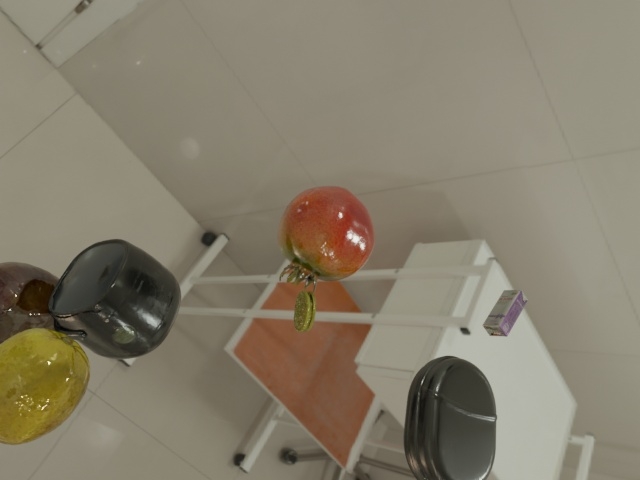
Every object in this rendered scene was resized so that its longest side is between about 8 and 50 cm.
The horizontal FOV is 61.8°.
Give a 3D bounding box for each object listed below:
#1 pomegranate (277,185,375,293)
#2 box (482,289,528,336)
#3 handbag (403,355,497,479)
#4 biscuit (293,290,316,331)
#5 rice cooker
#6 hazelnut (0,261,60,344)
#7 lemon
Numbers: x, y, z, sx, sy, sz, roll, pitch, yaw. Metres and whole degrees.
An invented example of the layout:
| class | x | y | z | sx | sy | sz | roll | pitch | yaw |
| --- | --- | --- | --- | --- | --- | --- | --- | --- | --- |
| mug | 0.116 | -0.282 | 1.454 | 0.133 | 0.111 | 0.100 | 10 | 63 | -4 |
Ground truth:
| class | x | y | z | sx | sy | sz | roll | pitch | yaw |
| --- | --- | --- | --- | --- | --- | --- | --- | --- | --- |
| pomegranate | 0.000 | 0.000 | 1.206 | 0.221 | 0.220 | 0.257 | 42 | 73 | -35 |
| box | 0.412 | 0.161 | 1.191 | 0.117 | 0.050 | 0.036 | -46 | 111 | -28 |
| handbag | 0.307 | 0.423 | 1.230 | 0.253 | 0.093 | 0.308 | 21 | 66 | -27 |
| biscuit | -0.032 | 0.143 | 1.083 | 0.023 | 0.084 | 0.084 | 9 | 79 | -20 |
| rice cooker | -0.471 | 0.142 | 1.249 | 0.224 | 0.267 | 0.267 | 53 | 51 | -43 |
| hazelnut | -0.727 | 0.150 | 1.312 | 0.218 | 0.217 | 0.234 | -46 | 145 | -38 |
| lemon | -0.475 | 0.240 | 0.879 | 0.170 | 0.170 | 0.207 | 31 | 101 | -40 |
